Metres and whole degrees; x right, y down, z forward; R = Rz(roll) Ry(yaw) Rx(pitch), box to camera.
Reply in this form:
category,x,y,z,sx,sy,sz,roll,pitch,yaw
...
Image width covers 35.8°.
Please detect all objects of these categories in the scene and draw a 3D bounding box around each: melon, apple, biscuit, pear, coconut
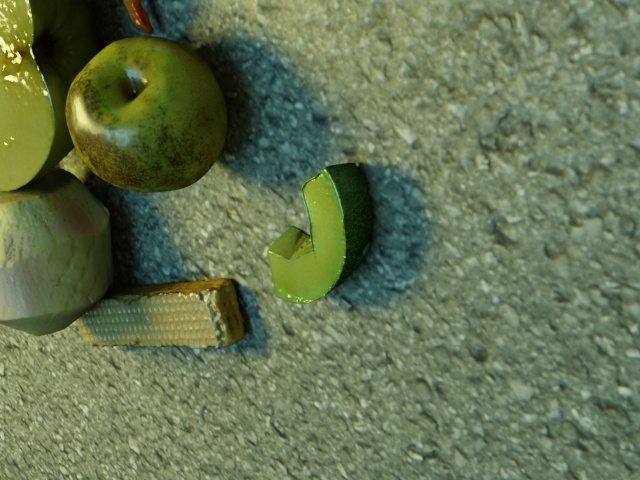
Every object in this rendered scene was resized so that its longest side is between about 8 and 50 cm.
category,x,y,z,sx,sy,sz,roll,pitch,yaw
melon,0.000,0.000,1.182,0.118,0.064,0.209,58,140,7
apple,-0.457,-0.254,1.365,0.360,0.320,0.312,5,70,37
biscuit,-0.250,0.114,1.488,0.378,0.054,0.094,-7,104,46
pear,-0.211,-0.150,1.236,0.197,0.197,0.197,21,122,38
coconut,-0.432,0.026,1.504,0.259,0.259,0.259,21,122,38

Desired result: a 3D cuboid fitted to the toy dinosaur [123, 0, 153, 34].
category,x,y,z,sx,sy,sz,roll,pitch,yaw
toy dinosaur,-0.243,-0.401,1.238,0.117,0.070,0.288,0,113,34
